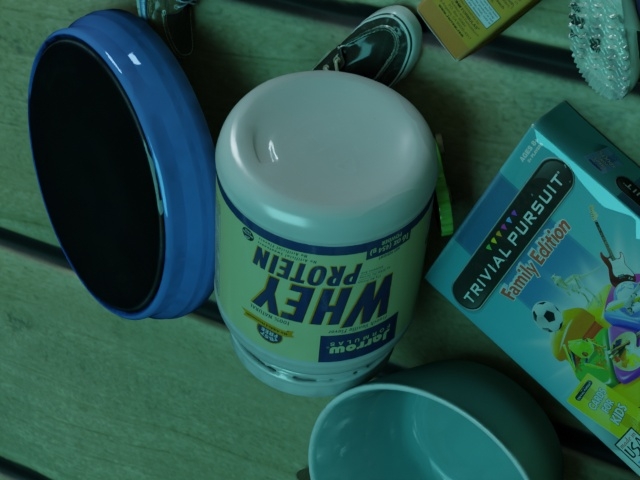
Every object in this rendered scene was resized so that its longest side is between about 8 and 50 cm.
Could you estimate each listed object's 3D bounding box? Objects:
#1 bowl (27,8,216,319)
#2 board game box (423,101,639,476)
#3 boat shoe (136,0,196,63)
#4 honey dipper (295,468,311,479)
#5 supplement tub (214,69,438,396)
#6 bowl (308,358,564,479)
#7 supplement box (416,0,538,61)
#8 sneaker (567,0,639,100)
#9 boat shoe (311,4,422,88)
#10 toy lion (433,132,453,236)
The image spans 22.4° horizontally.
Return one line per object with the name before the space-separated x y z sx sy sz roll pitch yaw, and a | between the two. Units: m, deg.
bowl | -0.250 -0.086 1.987 0.391 0.077 0.391 33 132 47
board game box | 0.304 0.059 1.720 0.336 0.079 0.254 42 132 12
boat shoe | -0.178 -0.298 1.914 0.066 0.066 0.183 -1 112 37
honey dipper | -0.019 0.377 2.178 0.030 0.030 0.161 22 129 28
supplement tub | 0.000 0.000 1.790 0.235 0.235 0.325 31 144 21
bowl | 0.158 0.263 1.878 0.311 0.163 0.312 18 125 27
supplement box | 0.205 -0.276 1.620 0.080 0.078 0.233 53 134 3
sneaker | 0.311 -0.276 1.488 0.102 0.146 0.293 47 154 35
boat shoe | 0.032 -0.179 1.811 0.078 0.070 0.219 51 133 4
toy lion | 0.130 -0.059 1.783 0.034 0.096 0.100 -10 110 0
